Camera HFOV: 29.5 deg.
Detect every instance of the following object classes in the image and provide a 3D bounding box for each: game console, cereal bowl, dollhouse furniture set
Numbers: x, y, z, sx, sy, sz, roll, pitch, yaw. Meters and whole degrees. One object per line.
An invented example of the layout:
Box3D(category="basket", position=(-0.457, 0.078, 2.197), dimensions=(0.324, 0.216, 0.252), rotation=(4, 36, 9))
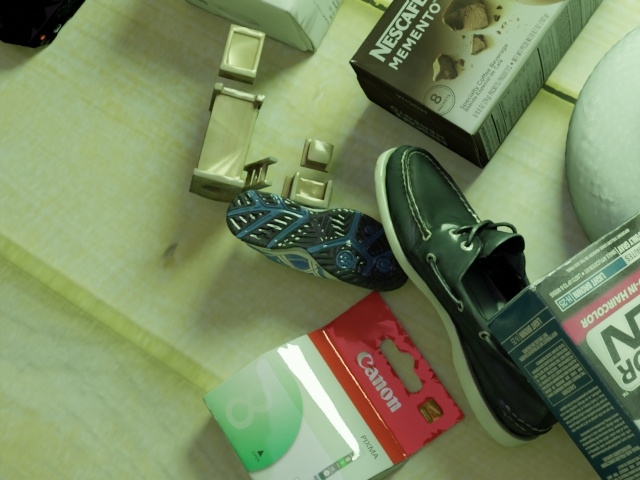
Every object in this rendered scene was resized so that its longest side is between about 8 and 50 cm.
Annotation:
Box3D(category="game console", position=(-0.340, -0.427, 1.575), dimensions=(0.213, 0.044, 0.361), rotation=(37, 87, 21))
Box3D(category="cereal bowl", position=(0.415, -0.100, 1.224), dimensions=(0.339, 0.141, 0.339), rotation=(-4, 75, 15))
Box3D(category="dollhouse furniture set", position=(-0.052, -0.130, 1.407), dimensions=(0.161, 0.101, 0.182), rotation=(15, 78, -6))

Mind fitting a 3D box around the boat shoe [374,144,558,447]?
Box3D(category="boat shoe", position=(0.168, 0.036, 1.243), dimensions=(0.113, 0.127, 0.340), rotation=(-37, 66, 43))

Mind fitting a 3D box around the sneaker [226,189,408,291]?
Box3D(category="sneaker", position=(0.000, 0.000, 1.349), dimensions=(0.211, 0.081, 0.080), rotation=(22, 80, 2))

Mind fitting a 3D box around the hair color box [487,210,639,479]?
Box3D(category="hair color box", position=(0.334, 0.159, 1.125), dimensions=(0.174, 0.105, 0.347), rotation=(-31, 79, -28))

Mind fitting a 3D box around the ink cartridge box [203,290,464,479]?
Box3D(category="ink cartridge box", position=(0.012, 0.182, 1.306), dimensions=(0.224, 0.056, 0.181), rotation=(-37, 69, 5))

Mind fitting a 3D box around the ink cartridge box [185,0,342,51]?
Box3D(category="ink cartridge box", position=(-0.042, -0.395, 1.442), dimensions=(0.201, 0.117, 0.278), rotation=(25, 84, 20))

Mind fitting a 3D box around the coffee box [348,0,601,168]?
Box3D(category="coffee box", position=(0.189, -0.253, 1.338), dimensions=(0.168, 0.119, 0.297), rotation=(35, 86, 20))
